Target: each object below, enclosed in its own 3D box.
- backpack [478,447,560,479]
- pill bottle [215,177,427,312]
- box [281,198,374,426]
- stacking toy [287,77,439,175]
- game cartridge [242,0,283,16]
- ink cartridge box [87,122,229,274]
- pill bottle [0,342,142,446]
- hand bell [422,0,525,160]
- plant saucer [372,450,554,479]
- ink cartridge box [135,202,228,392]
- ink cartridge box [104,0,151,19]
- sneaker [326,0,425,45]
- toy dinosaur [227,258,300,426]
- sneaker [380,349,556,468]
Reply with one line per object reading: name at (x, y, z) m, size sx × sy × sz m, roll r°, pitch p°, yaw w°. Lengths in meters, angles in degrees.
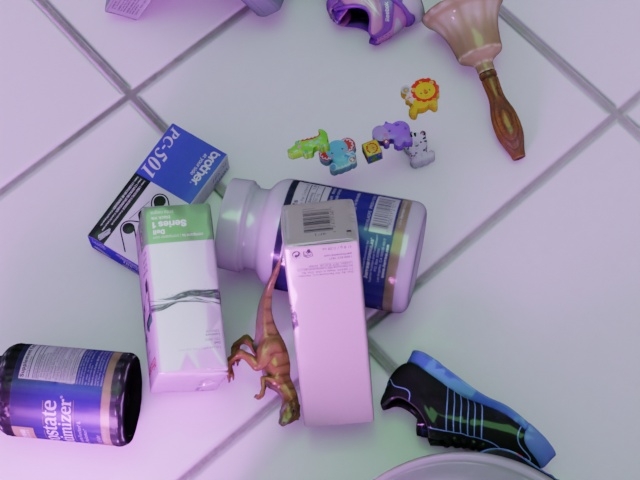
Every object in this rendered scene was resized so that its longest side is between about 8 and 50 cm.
backpack at (0.234, 0.349, 1.724) m, size 0.173 × 0.117 × 0.158 m, roll 32°, pitch 71°, yaw 15°
pill bottle at (0.000, 0.000, 1.871) m, size 0.265 × 0.153 × 0.153 m, roll 11°, pitch 67°, yaw 8°
box at (0.010, 0.093, 1.760) m, size 0.094 × 0.275 × 0.113 m, roll -5°, pitch 29°, yaw 0°
stacking toy at (0.059, -0.131, 1.920) m, size 0.221 × 0.167 × 0.052 m, roll -21°, pitch 67°, yaw -6°
game cartridge at (-0.109, -0.486, 2.072) m, size 0.060 × 0.196 × 0.294 m, roll -17°, pitch 57°, yaw 32°
ink cartridge box at (-0.225, -0.055, 1.964) m, size 0.097 × 0.046 × 0.207 m, roll 30°, pitch 70°, yaw 13°
pill bottle at (-0.349, 0.197, 1.815) m, size 0.219 × 0.123 × 0.122 m, roll 4°, pitch 66°, yaw 5°
hand bell at (0.244, -0.228, 2.008) m, size 0.126 × 0.126 × 0.242 m, roll -18°, pitch 79°, yaw -6°
plant saucer at (0.155, 0.445, 1.614) m, size 0.400 × 0.100 × 0.400 m, roll -3°, pitch 81°, yaw 21°
ink cartridge box at (-0.182, 0.079, 1.816) m, size 0.093 × 0.160 × 0.219 m, roll -4°, pitch 75°, yaw -12°
ink cartridge box at (-0.232, -0.489, 2.040) m, size 0.060 × 0.275 × 0.239 m, roll 13°, pitch 63°, yaw -24°
sneaker at (0.038, -0.374, 2.075) m, size 0.236 × 0.095 × 0.104 m, roll 41°, pitch 81°, yaw 17°
toy dinosaur at (-0.071, 0.138, 1.838) m, size 0.112 × 0.064 × 0.211 m, roll -13°, pitch 86°, yaw 19°
sneaker at (0.185, 0.238, 1.801) m, size 0.232 × 0.081 × 0.090 m, roll 32°, pitch 74°, yaw 23°
